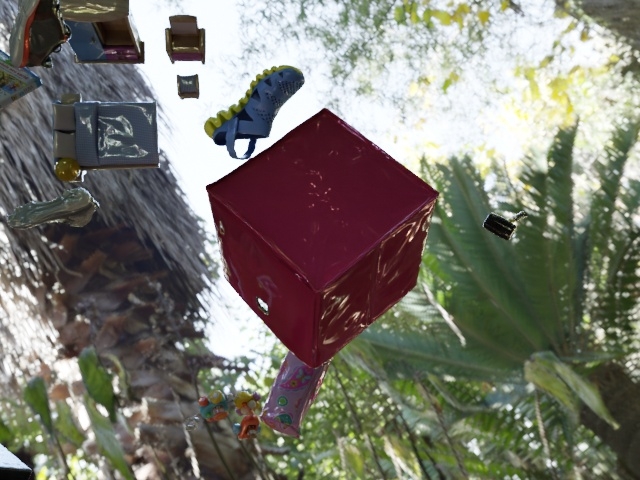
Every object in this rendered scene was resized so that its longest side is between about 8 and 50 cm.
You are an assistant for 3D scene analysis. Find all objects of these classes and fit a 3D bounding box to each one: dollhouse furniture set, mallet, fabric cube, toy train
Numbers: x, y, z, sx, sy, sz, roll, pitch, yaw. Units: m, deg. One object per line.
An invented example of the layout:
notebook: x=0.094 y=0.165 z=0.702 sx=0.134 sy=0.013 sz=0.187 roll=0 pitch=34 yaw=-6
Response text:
dollhouse furniture set: x=-0.352 y=-0.264 z=1.169 sx=0.286 sy=0.303 sz=0.198 roll=-2 pitch=-9 yaw=-7
mallet: x=0.411 y=-0.037 z=1.359 sx=0.189 sy=0.062 sz=0.039 roll=-10 pitch=-50 yaw=-50
fabric cube: x=0.000 y=0.000 z=1.038 sx=0.259 sy=0.254 sz=0.258 roll=-37 pitch=-25 yaw=-23
toy train: x=-0.175 y=0.354 z=1.263 sx=0.166 sy=0.046 sz=0.125 roll=15 pitch=-69 yaw=-35

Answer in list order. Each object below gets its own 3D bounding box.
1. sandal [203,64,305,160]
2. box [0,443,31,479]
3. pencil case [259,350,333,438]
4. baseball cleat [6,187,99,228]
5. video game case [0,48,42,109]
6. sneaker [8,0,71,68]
sandal: x=-0.153 y=-0.314 z=1.625 sx=0.317 sy=0.138 sz=0.126 roll=-37 pitch=-26 yaw=29
box: x=-0.523 y=0.306 z=0.858 sx=0.153 sy=0.207 sz=0.108 roll=39 pitch=-107 yaw=-54
pencil case: x=-0.051 y=0.361 z=1.666 sx=0.124 sy=0.124 sz=0.284 roll=77 pitch=-144 yaw=-57
baseball cleat: x=-0.623 y=-0.055 z=1.511 sx=0.205 sy=0.072 sz=0.109 roll=-16 pitch=-35 yaw=10
video game case: x=-0.473 y=-0.193 z=0.850 sx=0.166 sy=0.119 sz=0.015 roll=-43 pitch=-27 yaw=-26
sneaker: x=-0.343 y=-0.279 z=0.805 sx=0.065 sy=0.061 sz=0.158 roll=3 pitch=-33 yaw=-38
